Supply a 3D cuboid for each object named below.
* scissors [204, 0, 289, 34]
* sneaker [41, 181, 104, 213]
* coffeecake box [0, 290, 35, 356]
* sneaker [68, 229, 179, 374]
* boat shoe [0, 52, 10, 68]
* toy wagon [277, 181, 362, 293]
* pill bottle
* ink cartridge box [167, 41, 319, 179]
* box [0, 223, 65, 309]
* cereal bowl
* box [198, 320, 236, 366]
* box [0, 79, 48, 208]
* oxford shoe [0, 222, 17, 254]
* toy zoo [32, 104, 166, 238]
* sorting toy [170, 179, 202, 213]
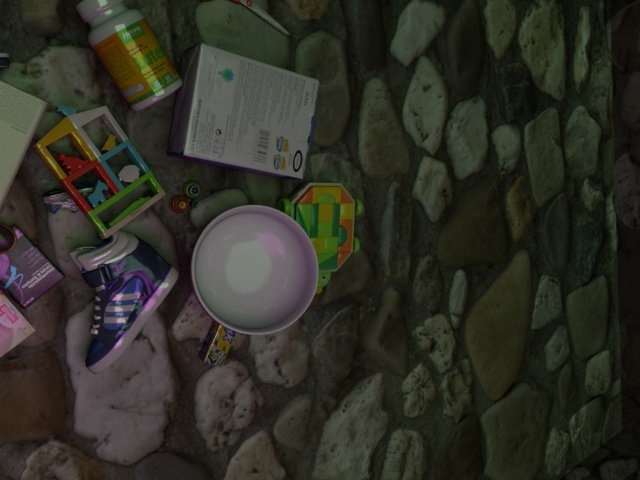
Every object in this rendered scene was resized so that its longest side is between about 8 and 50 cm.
[{"bbox_3d":[-0.197,-0.632,1.420,0.296,0.021,0.109,11,91,-31],"label":"scissors"},{"bbox_3d":[-0.569,-0.098,1.280,0.135,0.052,0.058,-17,121,-25],"label":"sneaker"},{"bbox_3d":[-0.747,0.199,1.187,0.185,0.068,0.142,-43,124,-28],"label":"coffeecake box"},{"bbox_3d":[-0.522,0.128,1.312,0.236,0.130,0.323,40,82,-20],"label":"sneaker"},{"bbox_3d":[-0.750,-0.326,1.094,0.254,0.095,0.079,-19,107,-26],"label":"boat shoe"},{"bbox_3d":[0.000,0.000,1.630,0.267,0.068,0.345,-3,100,-31],"label":"toy wagon"},{"bbox_3d":[-0.433,-0.432,1.243,0.136,0.136,0.246,-39,116,-20],"label":"pill bottle"},{"bbox_3d":[-0.167,-0.311,1.421,0.395,0.151,0.270,8,96,-31],"label":"ink cartridge box"},{"bbox_3d":[-0.681,0.061,1.247,0.116,0.029,0.162,-44,119,-17],"label":"box"},{"bbox_3d":[-0.183,0.081,1.464,0.338,0.141,0.340,3,82,-21],"label":"cereal bowl"},{"bbox_3d":[-0.272,0.256,1.518,0.059,0.054,0.169,25,86,-32],"label":"box"},{"bbox_3d":[-0.685,-0.191,1.159,0.113,0.094,0.275,26,85,-32],"label":"box"},{"bbox_3d":[-0.765,-0.019,1.115,0.271,0.098,0.097,13,87,-33],"label":"oxford shoe"},{"bbox_3d":[-0.511,-0.177,1.263,0.192,0.030,0.293,-47,115,-37],"label":"toy zoo"},{"bbox_3d":[-0.338,-0.108,1.418,0.102,0.042,0.061,-50,120,-15],"label":"sorting toy"}]
